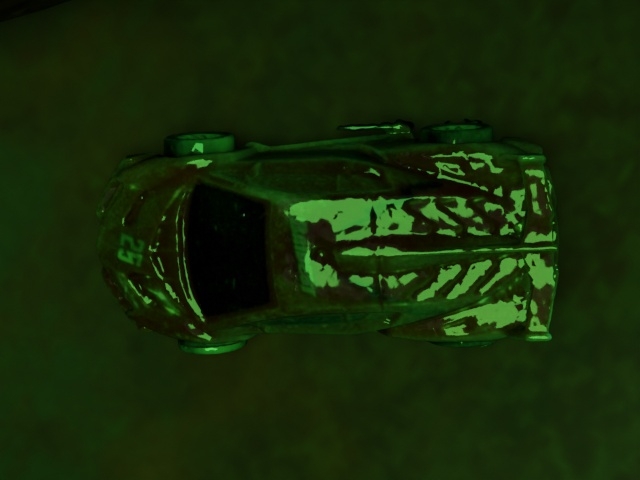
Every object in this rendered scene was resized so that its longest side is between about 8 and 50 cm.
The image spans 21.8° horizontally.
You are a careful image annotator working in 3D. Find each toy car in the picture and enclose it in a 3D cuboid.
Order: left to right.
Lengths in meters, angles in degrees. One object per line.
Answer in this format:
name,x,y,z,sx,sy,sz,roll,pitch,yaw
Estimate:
toy car,0.000,0.000,0.428,0.122,0.035,0.059,-1,102,6

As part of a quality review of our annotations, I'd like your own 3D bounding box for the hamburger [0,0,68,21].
hamburger,-0.076,-0.119,0.357,0.283,0.156,0.144,-25,101,3
